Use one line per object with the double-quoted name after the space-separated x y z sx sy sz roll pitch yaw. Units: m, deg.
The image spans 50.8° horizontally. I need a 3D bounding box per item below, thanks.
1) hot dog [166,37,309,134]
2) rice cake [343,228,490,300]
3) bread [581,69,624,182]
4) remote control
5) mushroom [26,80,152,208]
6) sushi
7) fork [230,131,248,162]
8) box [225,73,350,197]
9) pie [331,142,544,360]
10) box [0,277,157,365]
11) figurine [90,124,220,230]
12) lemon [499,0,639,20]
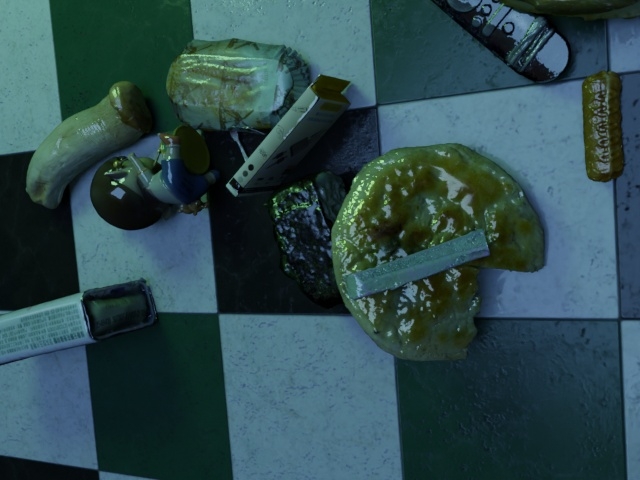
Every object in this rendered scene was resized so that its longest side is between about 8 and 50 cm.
-0.149 -0.270 1.183 0.271 0.082 0.162 9 99 21 "hot dog"
0.136 0.036 0.956 0.211 0.034 0.043 -20 83 1 "rice cake"
0.398 -0.160 0.949 0.052 0.044 0.157 -3 96 20 "bread"
0.260 -0.334 0.994 0.266 0.066 0.090 45 126 10 "remote control"
-0.475 -0.187 1.346 0.351 0.095 0.122 -33 99 27 "mushroom"
0.000 0.000 1.117 0.127 0.124 0.225 -21 93 30 "sushi"
-0.143 -0.167 1.229 0.016 0.012 0.115 -24 86 33 "fork"
-0.045 -0.167 1.117 0.033 0.129 0.247 49 114 12 "box"
0.162 0.014 1.010 0.338 0.075 0.337 0 90 0 "pie"
-0.525 0.167 1.356 0.370 0.190 0.112 -16 89 25 "box"
-0.329 -0.105 1.259 0.276 0.161 0.158 -18 47 24 "figurine"
0.333 -0.461 0.793 0.364 0.364 0.364 3 97 26 "lemon"
